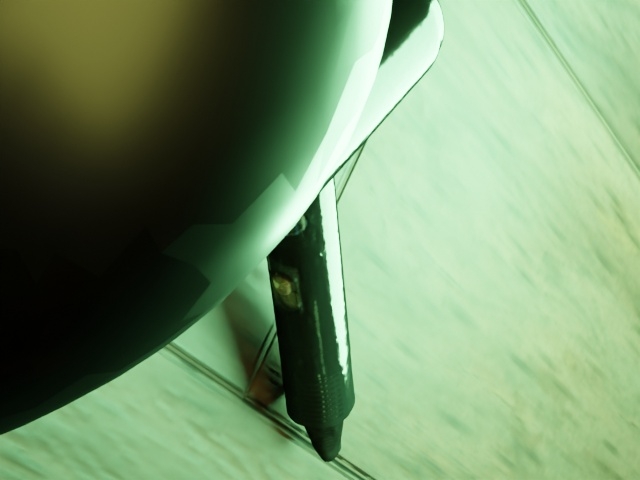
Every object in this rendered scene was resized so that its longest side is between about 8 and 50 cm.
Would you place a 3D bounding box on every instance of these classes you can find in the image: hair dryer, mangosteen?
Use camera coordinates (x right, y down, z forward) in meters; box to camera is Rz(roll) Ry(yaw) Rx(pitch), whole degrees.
[{"bbox_3d":[0.000,0.000,0.837,0.128,0.070,0.255,-50,150,-33],"label":"hair dryer"},{"bbox_3d":[-0.132,-0.098,0.412,0.302,0.275,0.275,26,82,-27],"label":"mangosteen"}]
